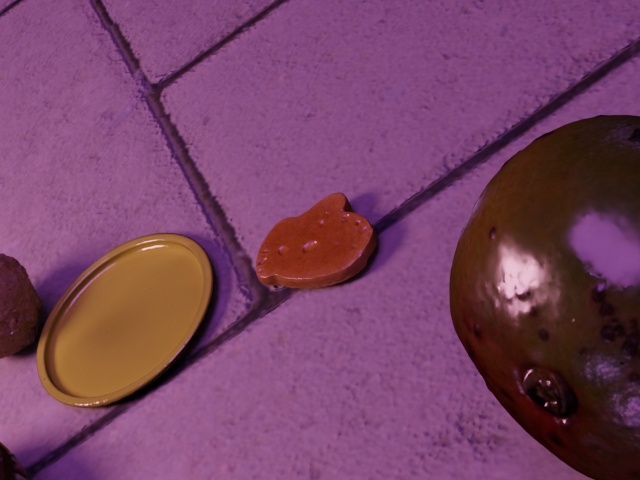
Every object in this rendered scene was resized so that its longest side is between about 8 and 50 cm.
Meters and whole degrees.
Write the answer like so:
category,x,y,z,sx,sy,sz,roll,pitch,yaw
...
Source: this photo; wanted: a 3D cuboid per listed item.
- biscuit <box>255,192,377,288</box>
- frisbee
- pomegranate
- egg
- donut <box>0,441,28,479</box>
category,x,y,z,sx,sy,sz,roll,pitch,yaw
biscuit,0.001,0.001,1.294,0.140,0.023,0.118,3,54,39
frisbee,-0.217,0.087,1.375,0.236,0.017,0.236,-20,43,19
pomegranate,0.265,0.026,0.895,0.323,0.291,0.291,-32,39,-8
egg,-0.387,0.072,1.433,0.116,0.118,0.140,-36,72,2
donut,-0.400,0.307,1.231,0.269,0.103,0.270,-21,40,18
